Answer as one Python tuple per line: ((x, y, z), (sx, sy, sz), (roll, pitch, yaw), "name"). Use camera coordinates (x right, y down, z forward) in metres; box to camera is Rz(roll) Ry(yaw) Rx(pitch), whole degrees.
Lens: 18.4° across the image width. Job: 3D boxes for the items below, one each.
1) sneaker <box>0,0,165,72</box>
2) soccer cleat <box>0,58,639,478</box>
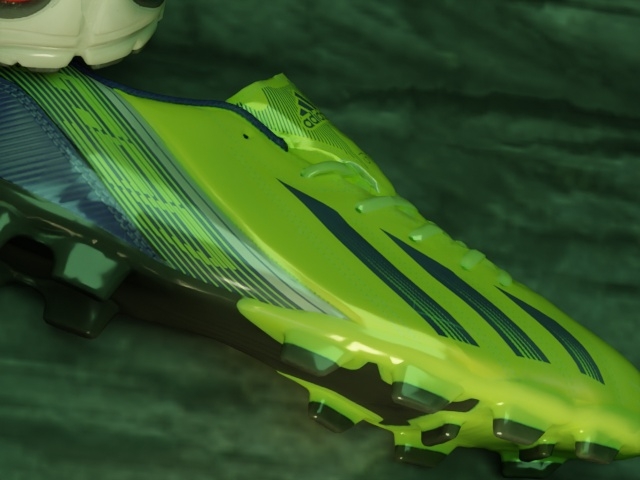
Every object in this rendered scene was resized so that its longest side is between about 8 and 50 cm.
((-0.096, -0.192, 0.713), (0.107, 0.118, 0.279), (-5, 53, -18), "sneaker")
((0.000, -0.001, 0.719), (0.289, 0.093, 0.121), (22, 68, -7), "soccer cleat")
